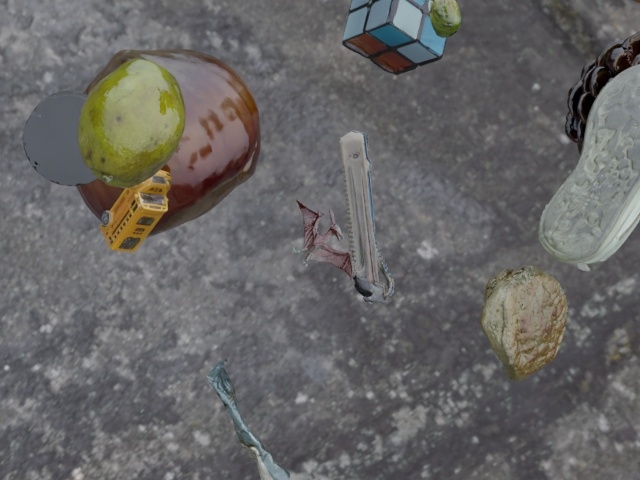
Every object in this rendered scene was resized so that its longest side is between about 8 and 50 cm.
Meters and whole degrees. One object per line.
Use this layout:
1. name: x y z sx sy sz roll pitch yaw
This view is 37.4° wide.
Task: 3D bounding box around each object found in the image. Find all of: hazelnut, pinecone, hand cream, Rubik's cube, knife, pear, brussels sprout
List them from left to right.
1. pear: -0.186 -0.115 0.943 0.107 0.107 0.131 21 79 -24
2. hazelnut: -0.299 -0.199 1.868 0.359 0.359 0.409 42 50 -3
3. hand cream: -0.117 0.317 1.587 0.052 0.075 0.248 -27 100 -9
4. knife: 0.089 -0.049 1.970 0.089 0.043 0.365 -7 88 -24
5. Rubik's cube: 0.180 -0.505 2.175 0.183 0.180 0.167 22 72 -31
6. brussels sprout: 0.147 -0.290 1.143 0.051 0.046 0.083 21 48 -78
7. pinecone: 0.556 -0.204 1.546 0.298 0.296 0.242 15 68 8

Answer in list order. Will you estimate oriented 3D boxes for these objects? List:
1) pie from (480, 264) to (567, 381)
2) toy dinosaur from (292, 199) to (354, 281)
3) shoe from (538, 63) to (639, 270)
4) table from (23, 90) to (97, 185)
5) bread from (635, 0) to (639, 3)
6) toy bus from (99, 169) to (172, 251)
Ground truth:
1. pie: 0.291 0.120 1.365 0.193 0.079 0.163 43 58 -42
2. toy dinosaur: 0.000 0.001 1.826 0.220 0.108 0.032 54 -1 27
3. shoe: 0.426 -0.088 1.355 0.124 0.316 0.159 28 -9 34
4. table: -0.357 -0.147 1.363 0.133 0.133 0.043 30 10 -16
5. bread: 0.275 -0.323 0.787 0.139 0.143 0.229 19 75 4
6. toy bus: -0.320 -0.054 1.662 0.069 0.162 0.074 7 46 -43
